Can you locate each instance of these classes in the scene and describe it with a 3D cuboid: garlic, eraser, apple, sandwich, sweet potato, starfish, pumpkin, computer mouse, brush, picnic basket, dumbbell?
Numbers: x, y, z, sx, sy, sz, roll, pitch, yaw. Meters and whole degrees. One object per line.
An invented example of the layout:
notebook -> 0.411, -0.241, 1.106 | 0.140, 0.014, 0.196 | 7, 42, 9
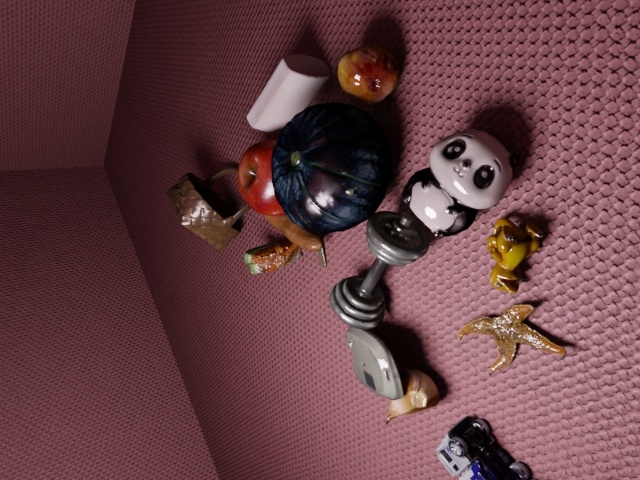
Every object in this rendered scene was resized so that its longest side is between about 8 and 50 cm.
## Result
garlic -> 0.268, 0.441, 1.251 | 0.206, 0.115, 0.128 | 112, 165, -48
eraser -> -0.105, -0.463, 1.410 | 0.270, 0.174, 0.094 | -38, 72, 48
apple -> -0.154, -0.218, 1.497 | 0.261, 0.217, 0.260 | 7, 99, 52
sandwich -> -0.169, 0.067, 1.621 | 0.160, 0.185, 0.109 | 4, 110, 53
sweet potato -> -0.094, -0.051, 1.557 | 0.355, 0.106, 0.095 | 35, 106, 39
starfish -> 0.440, 0.234, 1.039 | 0.247, 0.050, 0.138 | -45, 66, 54
pumpkin -> 0.023, -0.200, 1.232 | 0.364, 0.266, 0.362 | -2, 87, 47
computer mouse -> 0.162, 0.352, 1.305 | 0.331, 0.095, 0.197 | -178, 70, -74
brush -> 0.000, 0.000, 1.525 | 0.034, 0.028, 0.190 | 8, 113, 53
picnic basket -> -0.413, -0.170, 1.822 | 0.293, 0.338, 0.337 | 55, 136, 35
dumbbell -> 0.156, 0.087, 1.236 | 0.179, 0.179, 0.406 | 50, 134, 30

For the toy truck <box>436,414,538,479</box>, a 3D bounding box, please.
toy truck -> 0.414, 0.594, 1.101 | 0.268, 0.125, 0.155 | 48, 137, 30

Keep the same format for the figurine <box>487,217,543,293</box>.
figurine -> 0.415, 0.031, 0.993 | 0.122, 0.122, 0.175 | -113, 20, -60

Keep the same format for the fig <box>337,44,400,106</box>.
fig -> 0.107, -0.463, 1.206 | 0.257, 0.159, 0.159 | -124, 40, -54

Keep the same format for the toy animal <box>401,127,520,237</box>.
toy animal -> 0.315, -0.136, 0.994 | 0.187, 0.165, 0.235 | 50, 134, 13
